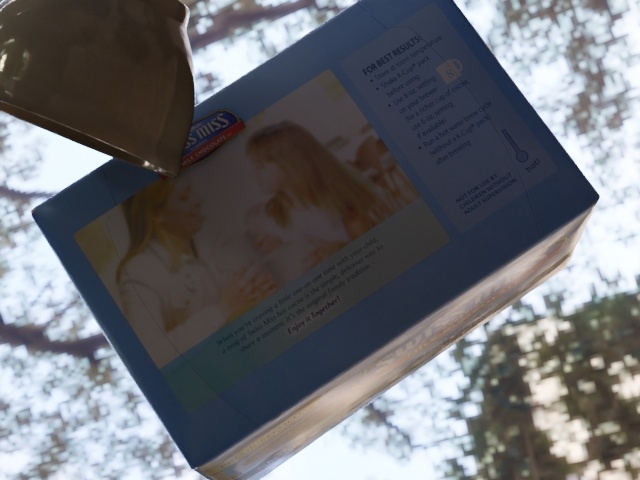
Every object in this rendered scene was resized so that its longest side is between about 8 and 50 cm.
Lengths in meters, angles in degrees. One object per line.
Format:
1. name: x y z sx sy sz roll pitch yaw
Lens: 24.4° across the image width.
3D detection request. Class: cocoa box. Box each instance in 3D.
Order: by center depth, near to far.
1. cocoa box: 0.000 0.000 1.131 0.231 0.347 0.228 56 175 13

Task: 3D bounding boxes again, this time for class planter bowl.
1. planter bowl: -0.149 -0.121 0.966 0.162 0.162 0.109 24 -94 -50
